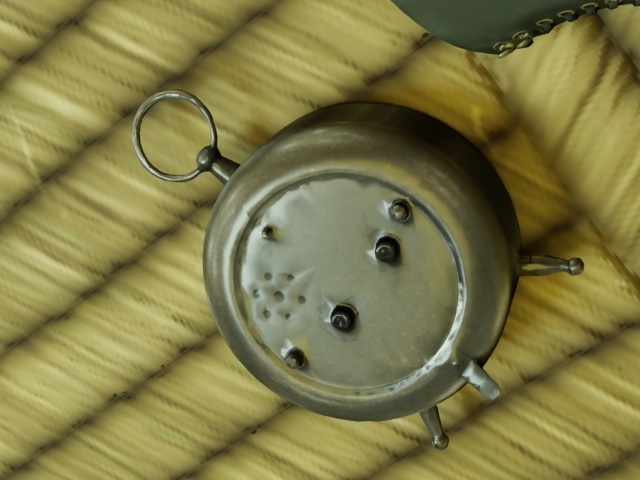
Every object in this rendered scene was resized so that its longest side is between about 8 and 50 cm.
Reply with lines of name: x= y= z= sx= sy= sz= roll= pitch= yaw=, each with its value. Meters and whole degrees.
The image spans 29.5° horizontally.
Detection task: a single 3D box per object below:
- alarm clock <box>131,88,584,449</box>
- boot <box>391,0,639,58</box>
alarm clock: x=0.000 y=0.000 z=0.509 sx=0.192 sy=0.064 sz=0.129 roll=35 pitch=112 yaw=5
boot: x=0.121 y=-0.098 z=0.452 sx=0.198 sy=0.077 sz=0.137 roll=37 pitch=129 yaw=-4
